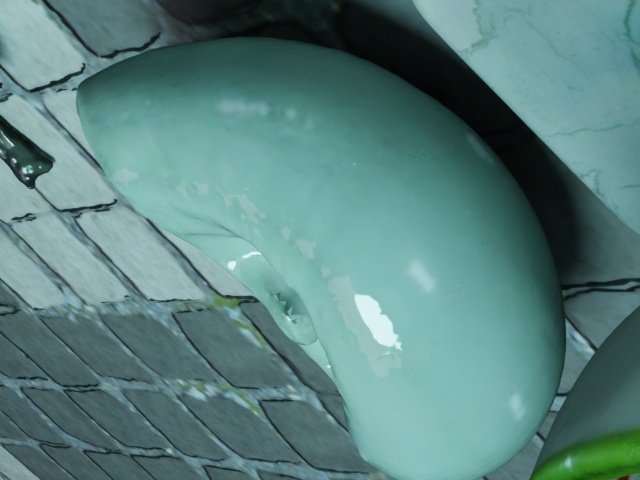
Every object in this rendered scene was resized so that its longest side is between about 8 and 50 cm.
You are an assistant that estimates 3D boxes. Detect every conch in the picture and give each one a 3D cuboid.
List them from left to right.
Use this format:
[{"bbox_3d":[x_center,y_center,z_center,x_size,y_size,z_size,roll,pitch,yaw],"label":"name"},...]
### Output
[{"bbox_3d":[0.005,-0.002,0.606,0.221,0.121,0.185,46,157,-5],"label":"conch"}]

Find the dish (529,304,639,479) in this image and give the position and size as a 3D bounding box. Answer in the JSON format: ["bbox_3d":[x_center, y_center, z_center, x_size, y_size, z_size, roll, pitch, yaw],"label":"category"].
[{"bbox_3d":[0.226,0.054,0.410,0.324,0.124,0.324,15,162,5],"label":"dish"}]

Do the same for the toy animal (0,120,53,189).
[{"bbox_3d":[-0.244,-0.081,0.840,0.232,0.084,0.148,11,133,42],"label":"toy animal"}]

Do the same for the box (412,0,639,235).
[{"bbox_3d":[0.139,-0.079,0.411,0.142,0.044,0.285,45,152,-10],"label":"box"}]
